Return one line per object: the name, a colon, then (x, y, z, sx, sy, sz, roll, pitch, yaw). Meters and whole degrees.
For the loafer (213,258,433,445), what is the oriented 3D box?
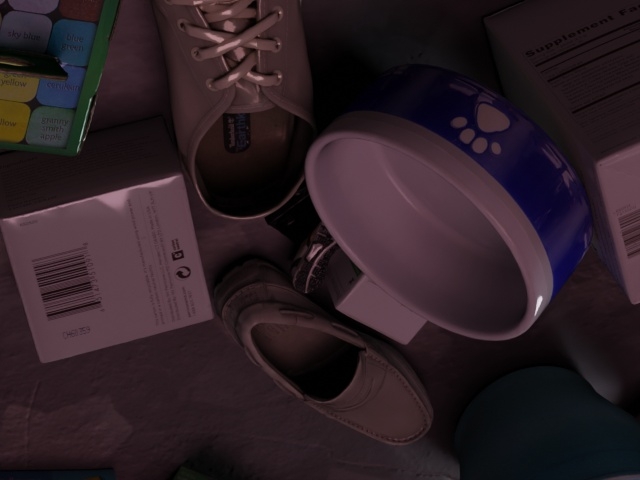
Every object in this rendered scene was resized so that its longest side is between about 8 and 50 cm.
loafer: (0.011, 0.141, 1.900, 0.112, 0.111, 0.319, -44, 124, 15)

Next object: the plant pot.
plant pot: (0.272, 0.283, 1.989, 0.271, 0.255, 0.272, -8, 126, -11)

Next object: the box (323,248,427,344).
box: (0.067, 0.033, 1.850, 0.102, 0.101, 0.087, 27, 112, -29)

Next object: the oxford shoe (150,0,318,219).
oxford shoe: (-0.082, -0.205, 1.628, 0.169, 0.130, 0.449, -11, 124, -8)

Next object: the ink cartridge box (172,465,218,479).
ink cartridge box: (-0.138, 0.384, 1.978, 0.154, 0.093, 0.212, 40, 72, -34)

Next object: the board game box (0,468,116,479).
board game box: (-0.372, 0.410, 1.989, 0.254, 0.079, 0.336, 2, 123, -18)

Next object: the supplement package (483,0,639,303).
supplement package: (0.300, -0.113, 1.701, 0.175, 0.293, 0.177, -23, 126, -2)

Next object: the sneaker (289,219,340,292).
sneaker: (0.000, 0.000, 1.838, 0.040, 0.044, 0.109, 30, 102, -27)

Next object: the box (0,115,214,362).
box: (-0.213, -0.001, 1.731, 0.182, 0.119, 0.181, -15, 126, -7)

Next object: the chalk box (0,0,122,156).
chalk box: (-0.276, -0.189, 1.477, 0.180, 0.289, 0.179, 8, 121, -21)

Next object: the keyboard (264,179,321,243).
keyboard: (0.024, -0.076, 1.815, 0.192, 0.038, 0.100, -37, 149, 8)

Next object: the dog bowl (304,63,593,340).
dog bowl: (0.119, -0.034, 1.660, 0.104, 0.265, 0.265, -48, 131, -25)
